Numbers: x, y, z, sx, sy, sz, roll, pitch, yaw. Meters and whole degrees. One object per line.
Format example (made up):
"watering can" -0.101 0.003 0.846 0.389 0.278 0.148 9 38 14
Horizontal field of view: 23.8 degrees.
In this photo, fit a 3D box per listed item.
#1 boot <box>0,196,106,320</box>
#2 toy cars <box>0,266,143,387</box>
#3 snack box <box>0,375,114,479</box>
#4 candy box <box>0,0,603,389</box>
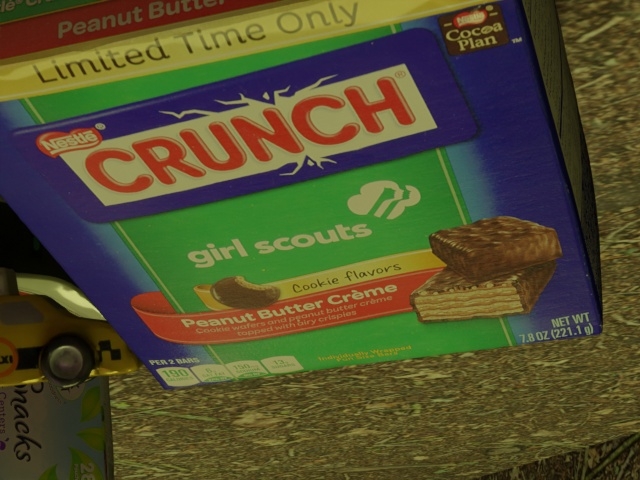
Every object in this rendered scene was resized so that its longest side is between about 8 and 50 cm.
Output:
"boot" -0.246 0.033 1.230 0.244 0.088 0.176 19 153 -40
"toy cars" -0.301 0.074 1.118 0.394 0.087 0.176 -8 176 37
"snack box" -0.270 0.122 1.303 0.175 0.207 0.070 -4 165 -2
"candy box" -0.009 -0.055 0.768 0.268 0.122 0.317 -9 146 14
